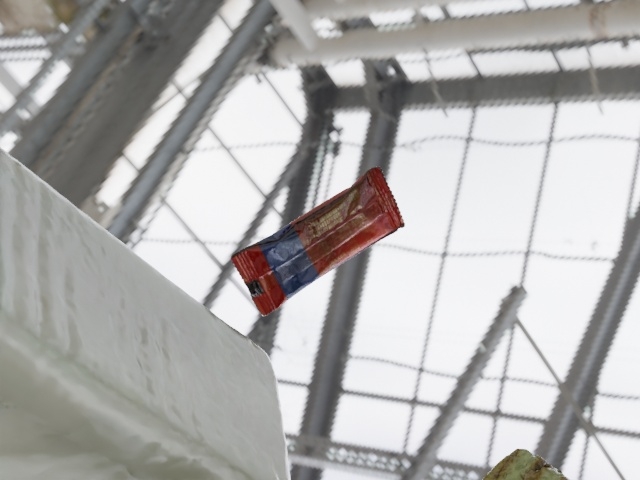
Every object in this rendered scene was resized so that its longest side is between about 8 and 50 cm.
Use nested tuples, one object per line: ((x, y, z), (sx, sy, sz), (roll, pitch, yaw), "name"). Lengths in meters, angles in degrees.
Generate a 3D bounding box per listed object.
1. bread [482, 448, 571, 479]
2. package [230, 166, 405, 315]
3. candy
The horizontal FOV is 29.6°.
((0.187, 0.264, 0.926), (0.102, 0.196, 0.138), (-2, -131, 54), "bread")
((0.000, 0.000, 1.350), (0.200, 0.083, 0.022), (-32, -159, -14), "package")
((-0.173, 0.103, 0.903), (0.145, 0.358, 0.208), (-35, -141, 15), "candy")
